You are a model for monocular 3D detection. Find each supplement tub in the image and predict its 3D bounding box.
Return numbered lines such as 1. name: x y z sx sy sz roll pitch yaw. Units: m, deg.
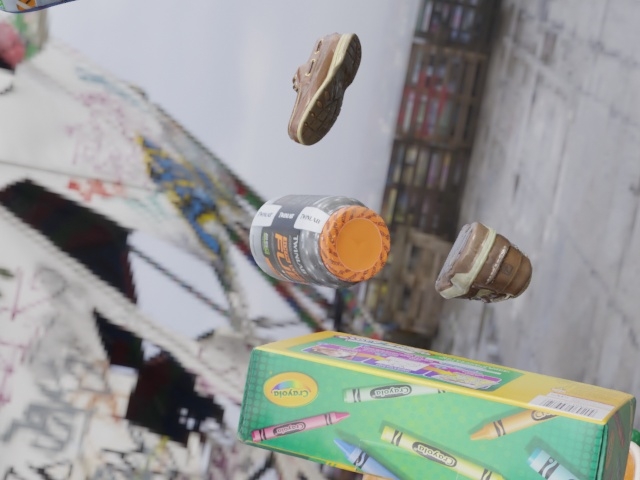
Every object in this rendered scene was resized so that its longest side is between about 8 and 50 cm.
1. supplement tub: 0.000 0.000 1.737 0.190 0.117 0.117 5 83 61

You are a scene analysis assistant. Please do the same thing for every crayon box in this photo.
1. crayon box: 0.096 0.140 1.084 0.165 0.278 0.081 -2 -79 -70

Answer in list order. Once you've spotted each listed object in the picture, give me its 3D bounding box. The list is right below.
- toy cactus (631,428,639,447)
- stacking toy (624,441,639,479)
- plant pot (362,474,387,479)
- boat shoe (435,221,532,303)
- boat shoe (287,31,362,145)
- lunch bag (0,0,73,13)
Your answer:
1. toy cactus: 0.521 0.338 2.246 0.219 0.180 0.112 58 -148 -41
2. stacking toy: 0.189 0.316 1.943 0.350 0.480 0.350 -53 4 6
3. plant pot: 0.165 0.342 1.474 0.203 0.291 0.291 -53 -25 -68
4. boat shoe: 0.194 0.039 1.588 0.095 0.095 0.257 -64 -2 1
5. boat shoe: -0.005 -0.190 1.725 0.064 0.060 0.178 68 -141 -49
6. lunch bag: -0.369 -0.446 1.953 0.115 0.303 0.243 89 157 -44
